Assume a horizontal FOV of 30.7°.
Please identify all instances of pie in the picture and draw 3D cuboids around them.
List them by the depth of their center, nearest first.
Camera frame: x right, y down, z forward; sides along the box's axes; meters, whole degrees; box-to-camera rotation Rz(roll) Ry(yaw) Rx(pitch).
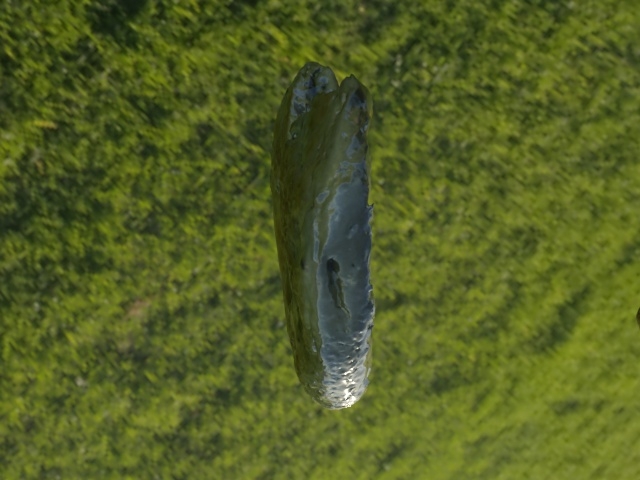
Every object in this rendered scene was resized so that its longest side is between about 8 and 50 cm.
[{"bbox_3d":[0.000,0.000,1.018,0.075,0.337,0.337,-1,135,-7],"label":"pie"}]

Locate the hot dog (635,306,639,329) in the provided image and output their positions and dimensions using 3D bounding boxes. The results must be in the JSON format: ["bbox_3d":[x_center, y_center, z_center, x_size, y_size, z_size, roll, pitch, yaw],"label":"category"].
[{"bbox_3d":[0.520,0.075,1.704,0.216,0.066,0.047,-33,158,-43],"label":"hot dog"}]
